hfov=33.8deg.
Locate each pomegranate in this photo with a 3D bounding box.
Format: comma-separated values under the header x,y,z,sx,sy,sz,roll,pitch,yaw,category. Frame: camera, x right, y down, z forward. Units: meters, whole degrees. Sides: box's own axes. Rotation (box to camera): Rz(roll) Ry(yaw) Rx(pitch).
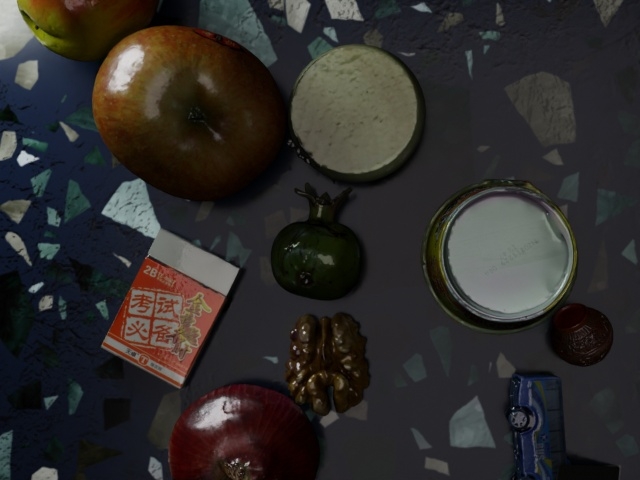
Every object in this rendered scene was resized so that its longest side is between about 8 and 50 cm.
x,y,z,sx,sy,sz,roll,pitch,yaw,category
0.000,0.000,1.715,0.152,0.131,0.191,12,81,10,pomegranate

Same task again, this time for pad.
x,y,z,sx,sy,sz,roll,pitch,yaw,category
0.414,0.461,1.666,0.142,0.003,0.212,9,87,-32,pad

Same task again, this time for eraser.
x,y,z,sx,sy,sz,roll,pitch,yaw,category
-0.251,0.114,1.780,0.157,0.038,0.230,27,91,7,eraser

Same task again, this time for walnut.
x,y,z,sx,sy,sz,roll,pitch,yaw,category
0.008,0.205,1.734,0.142,0.069,0.170,-6,90,5,walnut

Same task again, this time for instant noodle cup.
x,y,z,sx,sy,sz,roll,pitch,yaw,category
0.284,0.026,1.645,0.264,0.200,0.265,0,89,6,instant noodle cup

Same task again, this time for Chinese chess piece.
x,y,z,sx,sy,sz,roll,pitch,yaw,category
0.056,-0.208,1.734,0.237,0.092,0.238,0,88,5,Chinese chess piece

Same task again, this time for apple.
x,y,z,sx,sy,sz,roll,pitch,yaw,category
-0.213,-0.206,1.685,0.309,0.250,0.278,6,88,5,apple

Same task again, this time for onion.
x,y,z,sx,sy,sz,roll,pitch,yaw,category
-0.124,0.347,1.706,0.248,0.161,0.248,1,68,-2,onion

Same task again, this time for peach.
x,y,z,sx,sy,sz,roll,pitch,yaw,category
-0.381,-0.410,1.730,0.230,0.231,0.231,0,88,6,peach

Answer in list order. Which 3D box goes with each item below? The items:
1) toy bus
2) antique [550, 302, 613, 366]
x,y,z,sx,sy,sz,roll,pitch,yaw,category
0.349,0.331,1.684,0.094,0.079,0.237,-4,87,4,toy bus
0.418,0.154,1.675,0.104,0.104,0.104,0,88,6,antique
